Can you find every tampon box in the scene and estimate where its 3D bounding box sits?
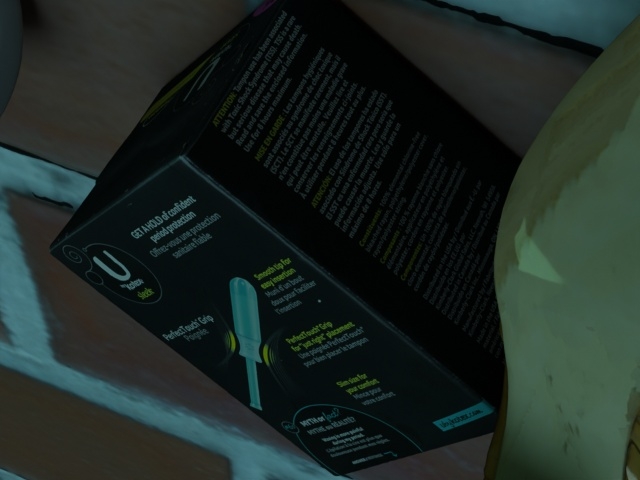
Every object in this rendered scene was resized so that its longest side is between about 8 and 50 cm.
[{"bbox_3d":[0.000,0.000,0.540,0.161,0.101,0.120,40,145,-17],"label":"tampon box"}]

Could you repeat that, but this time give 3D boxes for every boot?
[{"bbox_3d":[0.137,0.040,0.483,0.104,0.295,0.211,34,-167,31],"label":"boot"}]

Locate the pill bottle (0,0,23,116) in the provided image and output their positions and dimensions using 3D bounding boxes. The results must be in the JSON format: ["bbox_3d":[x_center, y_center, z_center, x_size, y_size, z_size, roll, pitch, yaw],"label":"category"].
[{"bbox_3d":[-0.234,-0.094,0.576,0.193,0.108,0.108,9,143,27],"label":"pill bottle"}]
